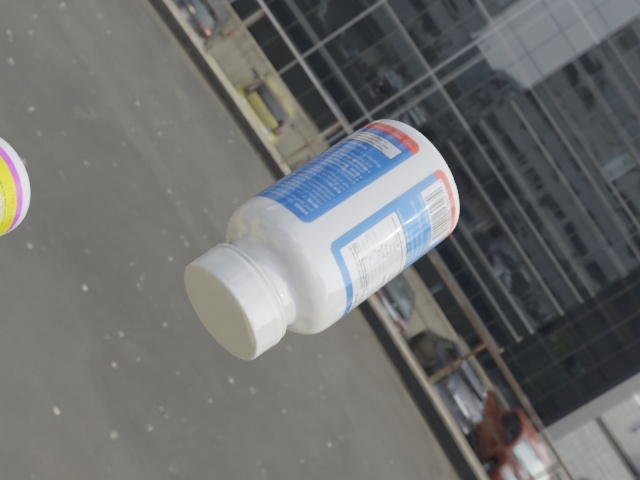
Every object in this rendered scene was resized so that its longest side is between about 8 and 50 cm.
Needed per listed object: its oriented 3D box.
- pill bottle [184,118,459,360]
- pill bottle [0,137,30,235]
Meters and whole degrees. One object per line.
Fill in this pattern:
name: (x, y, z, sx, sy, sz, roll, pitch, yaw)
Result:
pill bottle: (0.000, 0.000, 0.840, 0.124, 0.221, 0.124, 38, -33, 30)
pill bottle: (-0.147, -0.011, 0.364, 0.043, 0.043, 0.083, 56, 29, -3)
